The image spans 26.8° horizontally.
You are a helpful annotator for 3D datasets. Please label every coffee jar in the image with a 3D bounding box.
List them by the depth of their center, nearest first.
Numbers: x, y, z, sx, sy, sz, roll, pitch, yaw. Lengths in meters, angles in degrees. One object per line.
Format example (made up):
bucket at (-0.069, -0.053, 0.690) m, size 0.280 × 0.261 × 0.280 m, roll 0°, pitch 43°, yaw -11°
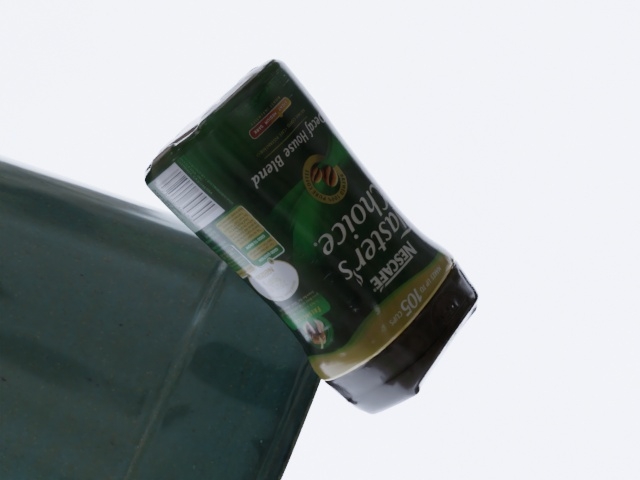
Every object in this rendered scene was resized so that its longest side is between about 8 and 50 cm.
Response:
coffee jar at (0.000, 0.000, 0.717) m, size 0.184 × 0.079 × 0.096 m, roll 48°, pitch -132°, yaw -9°

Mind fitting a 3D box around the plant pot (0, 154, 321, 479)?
plant pot at (-0.189, 0.097, 0.953) m, size 0.334 × 0.341 × 0.341 m, roll 24°, pitch -114°, yaw -1°
